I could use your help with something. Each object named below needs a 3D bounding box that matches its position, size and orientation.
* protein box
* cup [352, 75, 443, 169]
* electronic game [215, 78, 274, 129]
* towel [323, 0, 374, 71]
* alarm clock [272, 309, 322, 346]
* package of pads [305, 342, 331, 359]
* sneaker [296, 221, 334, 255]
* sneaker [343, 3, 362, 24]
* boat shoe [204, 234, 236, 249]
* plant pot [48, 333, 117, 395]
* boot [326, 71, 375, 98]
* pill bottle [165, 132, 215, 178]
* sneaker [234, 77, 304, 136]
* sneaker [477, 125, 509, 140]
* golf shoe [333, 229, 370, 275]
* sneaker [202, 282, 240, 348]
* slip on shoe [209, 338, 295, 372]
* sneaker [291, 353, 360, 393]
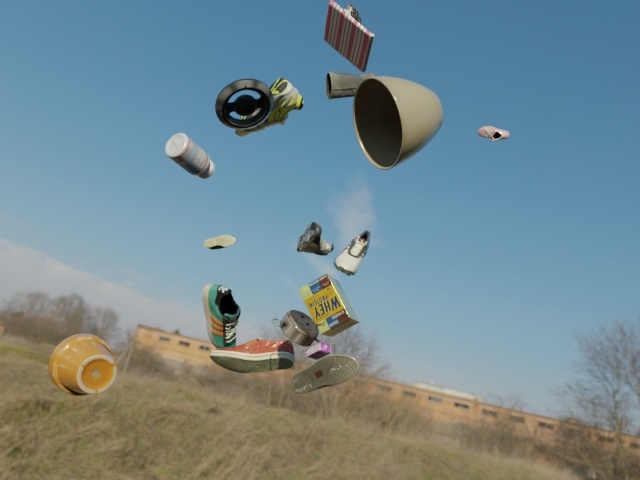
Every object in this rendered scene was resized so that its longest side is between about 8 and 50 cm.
[{"bbox_3d":[0.037,0.266,2.241,0.136,0.201,0.200,-30,-19,7],"label":"protein box"},{"bbox_3d":[0.300,-0.444,2.015,0.237,0.331,0.331,-17,-5,-23],"label":"cup"},{"bbox_3d":[-0.289,-0.518,2.117,0.229,0.048,0.229,-15,-37,-12],"label":"electronic game"},{"bbox_3d":[0.088,-0.634,1.720,0.197,0.029,0.144,46,-25,17],"label":"towel"},{"bbox_3d":[-0.080,0.281,1.817,0.192,0.064,0.129,17,25,-40],"label":"alarm clock"},{"bbox_3d":[-0.008,0.363,1.813,0.050,0.032,0.083,21,-38,-29],"label":"package of pads"},{"bbox_3d":[0.000,0.000,2.137,0.132,0.086,0.229,16,-21,-14],"label":"sneaker"},{"bbox_3d":[0.085,-0.695,1.765,0.075,0.161,0.057,-36,-59,25],"label":"sneaker"},{"bbox_3d":[-0.397,0.008,2.216,0.133,0.049,0.042,-8,-14,13],"label":"boat shoe"},{"bbox_3d":[-0.772,0.426,1.846,0.205,0.205,0.188,27,-16,-37],"label":"plant pot"},{"bbox_3d":[0.126,-0.581,2.211,0.208,0.189,0.076,-15,10,-32],"label":"boot"},{"bbox_3d":[-0.405,-0.260,1.741,0.087,0.087,0.160,4,-21,30],"label":"pill bottle"},{"bbox_3d":[-0.227,-0.528,2.357,0.147,0.145,0.385,34,-37,-28],"label":"sneaker"},{"bbox_3d":[0.700,-0.440,2.278,0.134,0.051,0.070,20,26,38],"label":"sneaker"},{"bbox_3d":[0.136,0.047,2.314,0.105,0.273,0.120,28,-58,5],"label":"golf shoe"},{"bbox_3d":[-0.365,0.310,2.130,0.121,0.108,0.302,6,-62,35],"label":"sneaker"},{"bbox_3d":[-0.249,0.419,2.046,0.331,0.101,0.123,-6,-45,15],"label":"slip on shoe"},{"bbox_3d":[0.032,0.369,1.581,0.222,0.083,0.118,-24,-13,28],"label":"sneaker"}]
